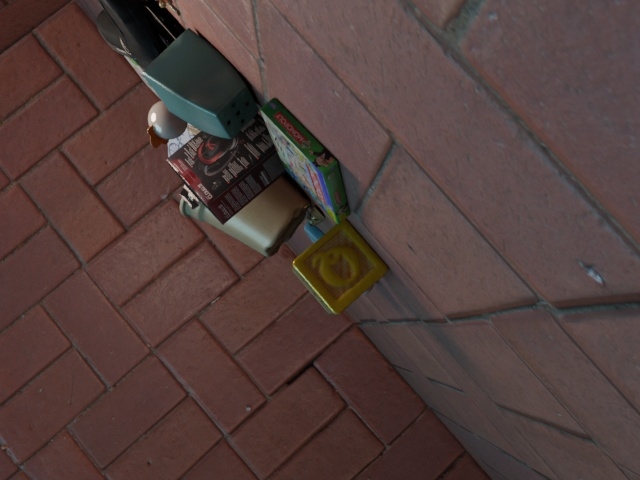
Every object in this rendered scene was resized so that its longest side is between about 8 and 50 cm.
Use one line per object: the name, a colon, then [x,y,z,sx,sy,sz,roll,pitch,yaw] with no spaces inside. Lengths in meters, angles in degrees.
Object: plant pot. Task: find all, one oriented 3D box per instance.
plant pot: [-0.275,-0.367,1.601,0.234,0.166,0.165,37,169,26]
plant pot: [-0.213,-0.121,2.037,0.305,0.334,0.334,37,172,6]

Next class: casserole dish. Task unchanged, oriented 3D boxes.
casserole dish: [0.000,0.000,2.352,0.188,0.037,0.114,42,171,42]

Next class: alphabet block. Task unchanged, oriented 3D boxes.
alphabet block: [0.048,0.079,1.803,0.192,0.193,0.197,48,173,2]

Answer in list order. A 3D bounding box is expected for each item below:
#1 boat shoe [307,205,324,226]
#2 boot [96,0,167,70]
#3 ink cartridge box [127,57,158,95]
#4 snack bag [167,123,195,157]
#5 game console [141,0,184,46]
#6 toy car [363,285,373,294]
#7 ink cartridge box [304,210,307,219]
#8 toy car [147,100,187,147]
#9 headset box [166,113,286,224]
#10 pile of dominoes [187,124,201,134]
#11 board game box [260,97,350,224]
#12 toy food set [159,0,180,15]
boat shoe: [-0.018,-0.069,2.032,0.050,0.045,0.135,48,173,10]
boot: [-0.621,-0.706,1.959,0.367,0.146,0.445,39,174,16]
ink cartridge box: [-0.636,-0.666,2.419,0.201,0.117,0.278,45,172,36]
snack bag: [-0.438,-0.357,2.292,0.323,0.037,0.343,31,135,29]
game console: [-0.401,-0.544,1.888,0.213,0.044,0.361,49,174,6]
toy car: [0.071,0.109,2.057,0.182,0.136,0.159,43,171,43]
ink cartridge box: [-0.131,-0.144,2.266,0.198,0.067,0.115,47,173,7]
toy car: [-0.414,-0.367,1.892,0.219,0.238,0.210,35,-179,24]
headset box: [-0.246,-0.200,1.715,0.218,0.293,0.110,44,172,31]
pile of dominoes: [-0.365,-0.415,2.118,0.251,0.040,0.196,22,141,28]
board game box: [-0.028,-0.174,1.514,0.213,0.046,0.317,48,173,19]
toy food set: [-0.400,-0.606,1.624,0.122,0.019,0.078,44,172,39]
